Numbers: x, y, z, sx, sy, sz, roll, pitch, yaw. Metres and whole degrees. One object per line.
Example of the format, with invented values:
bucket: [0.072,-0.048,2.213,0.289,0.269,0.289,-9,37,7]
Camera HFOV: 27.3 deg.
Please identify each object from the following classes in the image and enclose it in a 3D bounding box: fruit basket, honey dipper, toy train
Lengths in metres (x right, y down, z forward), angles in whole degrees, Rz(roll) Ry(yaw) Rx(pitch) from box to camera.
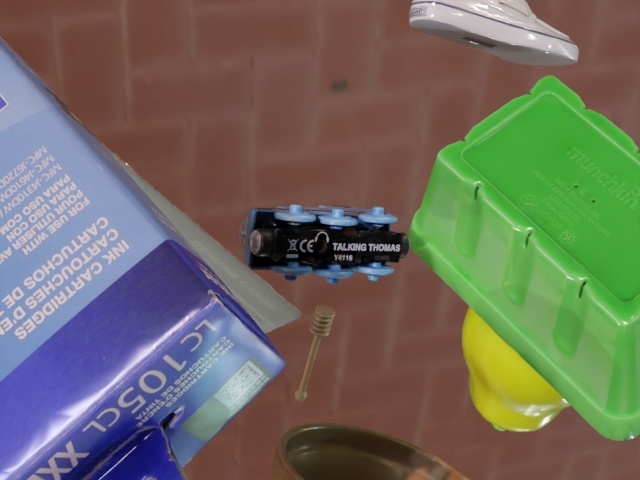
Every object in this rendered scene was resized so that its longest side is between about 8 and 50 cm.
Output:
fruit basket: [0.281,0.058,1.481,0.283,0.392,0.392,-35,137,-13]
honey dipper: [-0.013,0.167,1.914,0.030,0.030,0.160,3,121,-25]
toy train: [0.000,0.000,1.363,0.184,0.105,0.080,0,98,-29]

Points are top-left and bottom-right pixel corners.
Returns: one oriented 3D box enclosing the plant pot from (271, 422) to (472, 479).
plant pot: [0.054,0.292,1.373,0.237,0.237,0.109,10,105,-29]

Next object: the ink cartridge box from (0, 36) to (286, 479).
ink cartridge box: [-0.213,0.057,0.830,0.270,0.395,0.151,-42,155,-3]

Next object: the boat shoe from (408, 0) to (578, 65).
boat shoe: [0.237,-0.298,1.756,0.268,0.096,0.088,11,84,-24]

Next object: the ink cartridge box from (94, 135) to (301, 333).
ink cartridge box: [-0.221,-0.008,1.208,0.308,0.091,0.385,42,143,-20]
